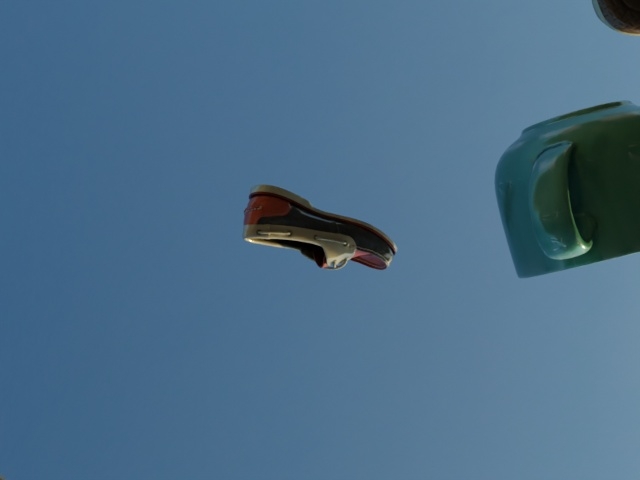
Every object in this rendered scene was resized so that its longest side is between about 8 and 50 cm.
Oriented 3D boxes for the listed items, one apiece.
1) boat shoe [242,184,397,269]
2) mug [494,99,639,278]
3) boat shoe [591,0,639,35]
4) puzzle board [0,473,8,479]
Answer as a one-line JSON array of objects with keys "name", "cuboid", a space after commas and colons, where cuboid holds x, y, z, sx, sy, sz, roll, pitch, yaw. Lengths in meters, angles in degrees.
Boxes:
[{"name": "boat shoe", "cuboid": [0.000, 0.000, 0.809, 0.137, 0.049, 0.043, 23, -116, -29]}, {"name": "mug", "cuboid": [0.182, -0.037, 0.683, 0.129, 0.158, 0.097, -14, -93, -2]}, {"name": "boat shoe", "cuboid": [0.167, -0.196, 0.536, 0.068, 0.072, 0.190, 11, -90, -9]}, {"name": "puzzle board", "cuboid": [-0.128, 0.115, 0.313, 0.096, 0.011, 0.128, 37, -74, 3]}]
